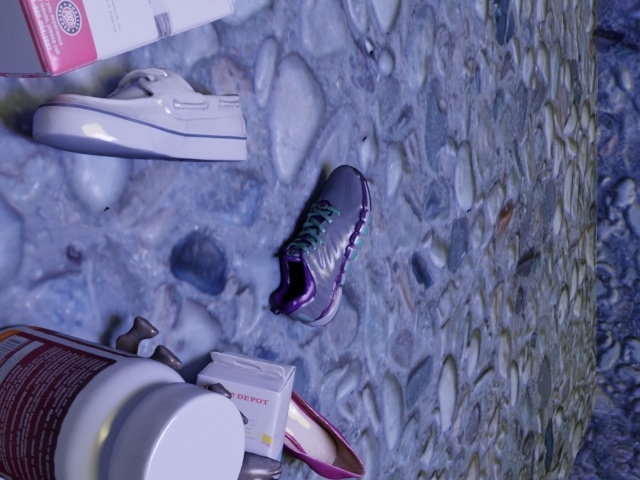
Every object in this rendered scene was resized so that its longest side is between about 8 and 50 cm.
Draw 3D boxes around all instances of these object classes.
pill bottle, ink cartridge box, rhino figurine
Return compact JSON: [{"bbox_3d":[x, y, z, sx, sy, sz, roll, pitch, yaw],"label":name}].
[{"bbox_3d":[-0.175,0.142,0.531,0.121,0.221,0.121,-17,111,-54],"label":"pill bottle"},{"bbox_3d":[-0.181,-0.239,0.562,0.218,0.092,0.159,-39,128,-45],"label":"ink cartridge box"},{"bbox_3d":[-0.085,0.192,0.763,0.090,0.092,0.143,-40,141,-77],"label":"ink cartridge box"},{"bbox_3d":[-0.126,0.193,0.679,0.106,0.073,0.243,-45,108,-4],"label":"rhino figurine"}]

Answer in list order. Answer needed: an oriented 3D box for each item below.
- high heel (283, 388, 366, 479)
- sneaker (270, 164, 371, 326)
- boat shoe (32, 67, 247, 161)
[{"bbox_3d":[-0.026,0.232,0.876,0.082,0.117,0.244,-57,140,-34],"label":"high heel"},{"bbox_3d":[0.000,0.000,0.905,0.098,0.083,0.224,22,79,-52],"label":"sneaker"},{"bbox_3d":[-0.157,-0.118,0.640,0.258,0.095,0.084,-8,100,-67],"label":"boat shoe"}]
